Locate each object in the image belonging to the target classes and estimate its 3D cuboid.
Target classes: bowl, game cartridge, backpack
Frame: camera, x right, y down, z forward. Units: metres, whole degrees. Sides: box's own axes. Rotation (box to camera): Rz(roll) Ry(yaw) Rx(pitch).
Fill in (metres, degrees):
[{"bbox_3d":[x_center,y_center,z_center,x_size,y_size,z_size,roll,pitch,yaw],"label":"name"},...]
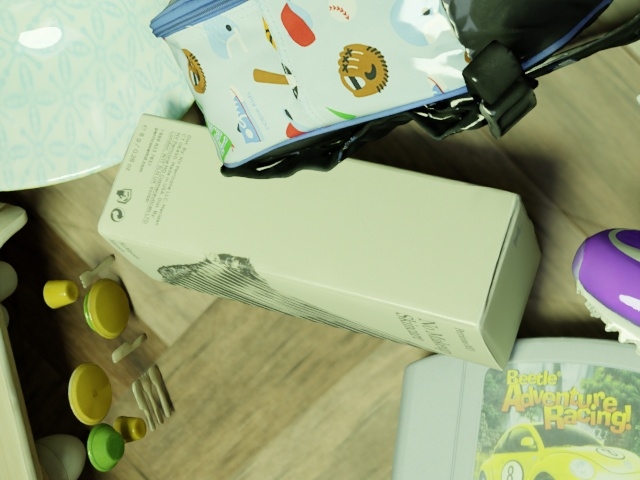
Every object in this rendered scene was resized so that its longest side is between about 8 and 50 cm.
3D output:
[{"bbox_3d":[-0.225,-0.172,0.925,0.289,0.289,0.156,-31,54,34],"label":"bowl"},{"bbox_3d":[0.170,0.162,0.897,0.294,0.060,0.196,0,74,39],"label":"game cartridge"},{"bbox_3d":[0.034,-0.150,0.774,0.263,0.276,0.213,-26,95,40],"label":"backpack"}]

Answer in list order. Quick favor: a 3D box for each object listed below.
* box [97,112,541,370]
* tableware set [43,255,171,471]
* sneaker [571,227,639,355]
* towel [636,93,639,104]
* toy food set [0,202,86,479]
[{"bbox_3d":[0.000,0.000,0.926,0.275,0.113,0.094,14,75,22],"label":"box"},{"bbox_3d":[-0.174,0.097,1.077,0.024,0.104,0.154,-9,108,31],"label":"tableware set"},{"bbox_3d":[0.296,0.014,0.774,0.293,0.102,0.146,15,116,10],"label":"sneaker"},{"bbox_3d":[0.330,0.011,0.830,0.209,0.034,0.285,-12,109,28],"label":"towel"},{"bbox_3d":[-0.285,0.107,1.150,0.220,0.092,0.306,11,117,41],"label":"toy food set"}]
